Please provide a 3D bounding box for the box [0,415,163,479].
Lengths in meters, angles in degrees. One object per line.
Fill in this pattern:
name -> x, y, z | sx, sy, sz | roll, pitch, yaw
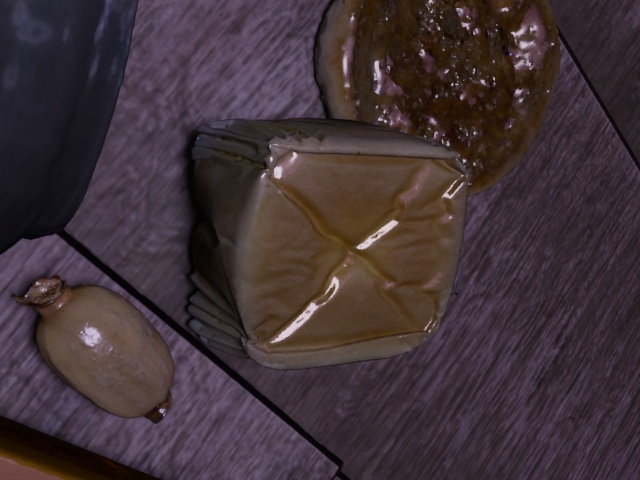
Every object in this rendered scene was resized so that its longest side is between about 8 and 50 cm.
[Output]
box -> -0.257, 0.321, 0.513 | 0.264, 0.116, 0.415 | 30, 80, -25

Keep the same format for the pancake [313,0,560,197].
pancake -> 0.121, -0.162, 0.774 | 0.283, 0.049, 0.282 | -5, 101, -31

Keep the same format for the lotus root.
lotus root -> -0.156, 0.077, 0.604 | 0.073, 0.062, 0.150 | -49, 121, -20

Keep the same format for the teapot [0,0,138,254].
teapot -> -0.295, -0.114, 0.381 | 0.362, 0.305, 0.376 | 9, 120, -26

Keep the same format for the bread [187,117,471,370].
bread -> 0.001, 0.000, 0.667 | 0.210, 0.110, 0.192 | -5, 109, -29
